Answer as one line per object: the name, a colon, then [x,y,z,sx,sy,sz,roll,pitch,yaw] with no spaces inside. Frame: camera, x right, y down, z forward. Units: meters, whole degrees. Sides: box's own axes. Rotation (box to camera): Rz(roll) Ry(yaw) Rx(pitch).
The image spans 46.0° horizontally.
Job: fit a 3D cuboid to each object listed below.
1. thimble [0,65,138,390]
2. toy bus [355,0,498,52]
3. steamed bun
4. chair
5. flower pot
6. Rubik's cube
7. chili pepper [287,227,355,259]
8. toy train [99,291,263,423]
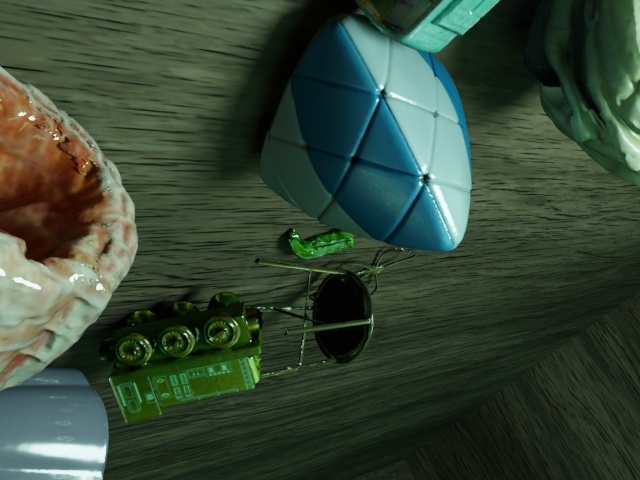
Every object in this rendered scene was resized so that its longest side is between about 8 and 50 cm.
thimble: [-0.264,-0.010,0.555,0.162,0.239,0.239,-38,154,20]
toy bus: [0.140,-0.272,0.628,0.261,0.109,0.091,-43,158,30]
steamed bun: [0.337,-0.209,0.797,0.206,0.275,0.320,5,118,-4]
chair: [0.028,0.108,1.179,0.325,0.170,0.160,2,139,-38]
flower pot: [-0.436,0.274,0.928,0.243,0.265,0.265,18,129,-41]
Rubik's cube: [0.019,-0.125,0.768,0.254,0.255,0.254,-23,155,-12]
chili pepper: [-0.005,0.004,1.087,0.117,0.035,0.056,3,129,-34]
toy train: [-0.180,0.157,1.026,0.225,0.090,0.137,-12,112,3]
